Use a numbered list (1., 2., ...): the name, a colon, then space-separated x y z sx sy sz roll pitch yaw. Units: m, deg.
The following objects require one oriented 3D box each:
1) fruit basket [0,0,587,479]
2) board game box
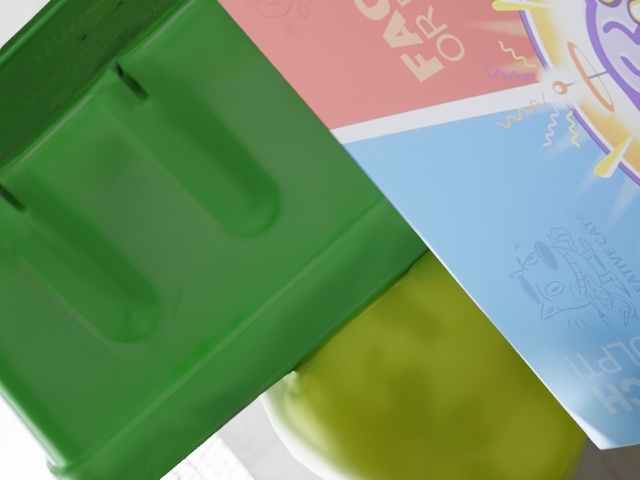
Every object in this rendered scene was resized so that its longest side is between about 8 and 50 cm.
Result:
1. fruit basket: 0.000 0.000 0.709 0.392 0.392 0.283 8 -155 -21
2. board game box: 0.119 -0.071 0.306 0.242 0.316 0.064 49 -123 -9
